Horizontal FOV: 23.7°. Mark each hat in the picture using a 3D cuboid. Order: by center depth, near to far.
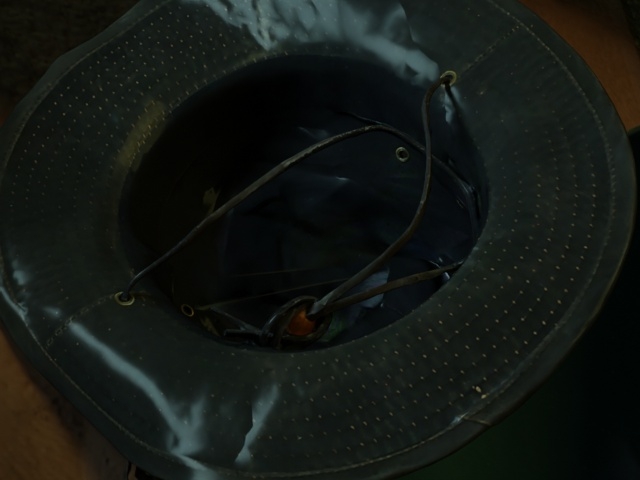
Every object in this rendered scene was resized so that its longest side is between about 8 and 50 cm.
[{"bbox_3d":[0.000,0.000,0.774,0.134,0.331,0.331,65,4,-55],"label":"hat"}]

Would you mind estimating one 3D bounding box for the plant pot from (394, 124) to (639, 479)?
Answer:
[{"bbox_3d":[0.184,0.100,0.762,0.196,0.293,0.293,44,31,-20],"label":"plant pot"}]
